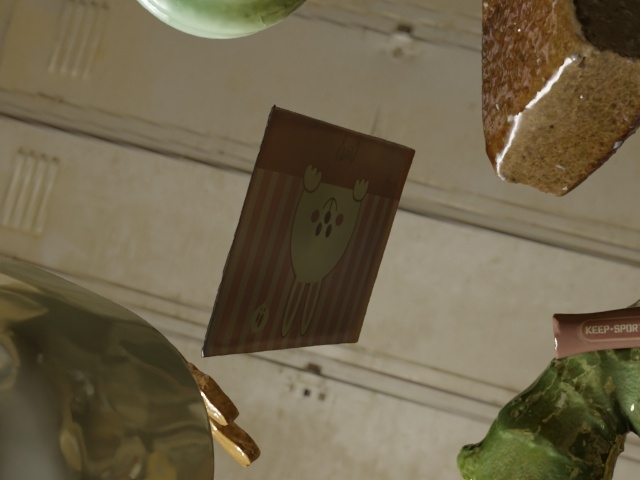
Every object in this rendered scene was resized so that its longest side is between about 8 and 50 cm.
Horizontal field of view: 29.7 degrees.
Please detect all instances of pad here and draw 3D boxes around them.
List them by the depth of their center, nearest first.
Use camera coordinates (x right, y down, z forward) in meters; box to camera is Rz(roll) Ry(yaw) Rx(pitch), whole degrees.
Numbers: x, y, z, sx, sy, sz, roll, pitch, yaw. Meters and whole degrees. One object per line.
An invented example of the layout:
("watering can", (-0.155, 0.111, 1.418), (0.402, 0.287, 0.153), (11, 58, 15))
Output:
("pad", (0.001, 0.000, 1.037), (0.005, 0.202, 0.300), (18, -175, 24))

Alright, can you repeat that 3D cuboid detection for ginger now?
("ginger", (0.214, 0.120, 0.837), (0.137, 0.290, 0.089), (52, 169, 18))

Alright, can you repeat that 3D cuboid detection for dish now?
("dish", (-0.188, 0.125, 0.585), (0.256, 0.256, 0.117), (13, 177, 25))

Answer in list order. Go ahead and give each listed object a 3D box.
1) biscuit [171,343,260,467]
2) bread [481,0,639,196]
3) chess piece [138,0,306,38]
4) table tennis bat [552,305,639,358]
("biscuit", (-0.158, 0.184, 1.468), (0.236, 0.040, 0.144), (28, 144, 48))
("bread", (0.206, -0.249, 0.991), (0.113, 0.416, 0.165), (13, 147, -11))
("chess piece", (-0.039, -0.250, 0.805), (0.176, 0.175, 0.298), (18, 167, -17))
("table tennis bat", (0.203, 0.022, 0.632), (0.170, 0.107, 0.119), (-7, -164, 8))
